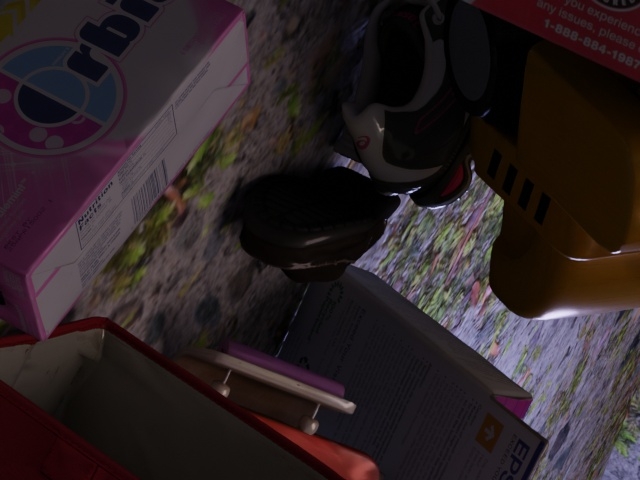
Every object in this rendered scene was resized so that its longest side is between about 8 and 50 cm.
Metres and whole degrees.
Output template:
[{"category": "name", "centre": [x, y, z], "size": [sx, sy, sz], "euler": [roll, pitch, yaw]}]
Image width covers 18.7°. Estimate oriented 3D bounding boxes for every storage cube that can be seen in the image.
[{"category": "storage cube", "centre": [-0.131, 0.179, 1.097], "size": [0.193, 0.215, 0.183], "euler": [-60, 164, 13]}]

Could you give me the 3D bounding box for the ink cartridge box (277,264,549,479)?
[{"category": "ink cartridge box", "centre": [0.036, 0.223, 1.489], "size": [0.071, 0.330, 0.324], "euler": [16, 104, -36]}]

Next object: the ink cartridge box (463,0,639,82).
[{"category": "ink cartridge box", "centre": [0.173, -0.319, 1.099], "size": [0.160, 0.279, 0.385], "euler": [-37, 150, -51]}]

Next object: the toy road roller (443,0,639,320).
[{"category": "toy road roller", "centre": [0.220, -0.036, 1.288], "size": [0.202, 0.329, 0.241], "euler": [-8, 119, -19]}]

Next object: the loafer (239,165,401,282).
[{"category": "loafer", "centre": [0.000, 0.000, 1.413], "size": [0.220, 0.080, 0.078], "euler": [-15, 130, -67]}]

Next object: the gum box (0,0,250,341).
[{"category": "gum box", "centre": [-0.129, -0.051, 0.927], "size": [0.188, 0.107, 0.062], "euler": [-54, 160, -27]}]

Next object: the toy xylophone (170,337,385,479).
[{"category": "toy xylophone", "centre": [-0.071, 0.224, 1.370], "size": [0.081, 0.236, 0.323], "euler": [39, -68, 66]}]

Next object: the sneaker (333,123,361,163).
[{"category": "sneaker", "centre": [0.049, -0.087, 1.494], "size": [0.109, 0.040, 0.044], "euler": [-23, 135, -65]}]

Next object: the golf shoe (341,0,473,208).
[{"category": "golf shoe", "centre": [0.101, -0.160, 1.430], "size": [0.120, 0.105, 0.273], "euler": [45, 60, -48]}]
